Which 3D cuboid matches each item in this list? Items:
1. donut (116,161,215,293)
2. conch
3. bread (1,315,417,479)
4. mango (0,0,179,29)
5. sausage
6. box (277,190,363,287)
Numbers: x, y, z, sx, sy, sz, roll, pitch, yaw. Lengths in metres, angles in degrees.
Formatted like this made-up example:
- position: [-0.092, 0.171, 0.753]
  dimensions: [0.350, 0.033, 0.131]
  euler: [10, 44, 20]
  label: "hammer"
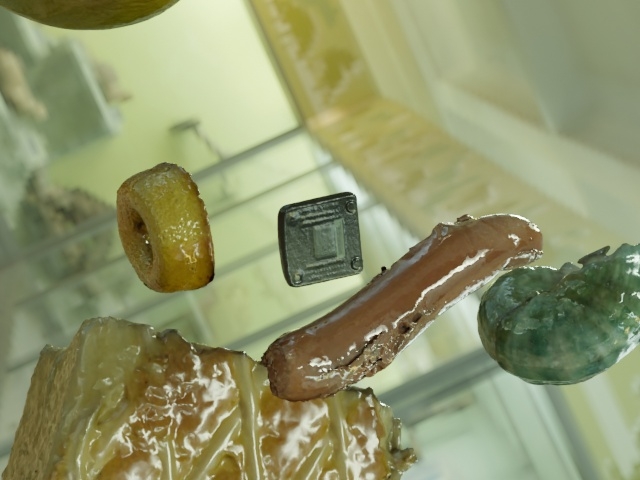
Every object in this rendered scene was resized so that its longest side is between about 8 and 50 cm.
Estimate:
- position: [-0.165, -0.010, 1.915]
  dimensions: [0.152, 0.058, 0.152]
  euler: [45, -36, 48]
  label: "donut"
- position: [0.305, 0.097, 2.324]
  dimensions: [0.195, 0.220, 0.277]
  euler: [46, -29, 20]
  label: "conch"
- position: [-0.140, 0.308, 1.883]
  dimensions: [0.279, 0.371, 0.390]
  euler: [-13, -118, 67]
  label: "bread"
- position: [-0.218, -0.255, 1.701]
  dimensions: [0.137, 0.238, 0.091]
  euler: [63, 34, -27]
  label: "mango"
- position: [0.077, 0.051, 1.604]
  dimensions: [0.078, 0.304, 0.078]
  euler: [41, -30, 30]
  label: "sausage"
- position: [0.000, 0.000, 2.638]
  dimensions: [0.027, 0.125, 0.126]
  euler: [-147, -133, -61]
  label: "box"
